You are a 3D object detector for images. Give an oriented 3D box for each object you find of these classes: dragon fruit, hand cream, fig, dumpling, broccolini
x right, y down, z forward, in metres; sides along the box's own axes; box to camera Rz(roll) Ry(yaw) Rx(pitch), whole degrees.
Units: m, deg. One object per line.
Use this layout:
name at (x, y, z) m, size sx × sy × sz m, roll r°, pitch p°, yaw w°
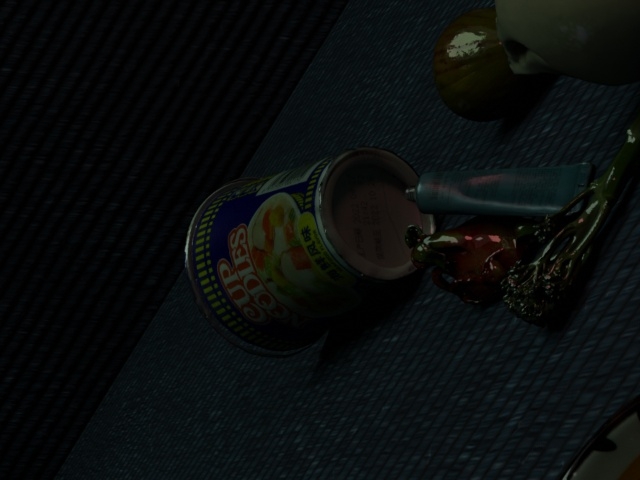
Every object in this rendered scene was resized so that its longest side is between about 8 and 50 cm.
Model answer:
dragon fruit at (0.182, 0.019, 2.138) m, size 0.138 × 0.175 × 0.142 m, roll -60°, pitch -23°, yaw -66°
hand cream at (0.207, -0.059, 2.091) m, size 0.224 × 0.048 × 0.083 m, roll 0°, pitch 48°, yaw 25°
fig at (0.253, -0.250, 2.348) m, size 0.259 × 0.151 × 0.151 m, roll -23°, pitch 39°, yaw 62°
dumpling at (0.334, -0.324, 1.881) m, size 0.315 × 0.233 × 0.395 m, roll -62°, pitch 10°, yaw -21°
broccolini at (0.307, -0.083, 1.951) m, size 0.392 × 0.074 × 0.079 m, roll -62°, pitch 11°, yaw -12°

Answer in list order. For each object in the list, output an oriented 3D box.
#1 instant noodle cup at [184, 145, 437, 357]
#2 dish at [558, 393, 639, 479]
instant noodle cup at (0.000, 0.000, 2.530) m, size 0.312 × 0.284 × 0.284 m, roll -26°, pitch 36°, yaw 54°
dish at (0.262, 0.249, 1.334) m, size 0.303 × 0.120 × 0.303 m, roll -54°, pitch 15°, yaw 22°
